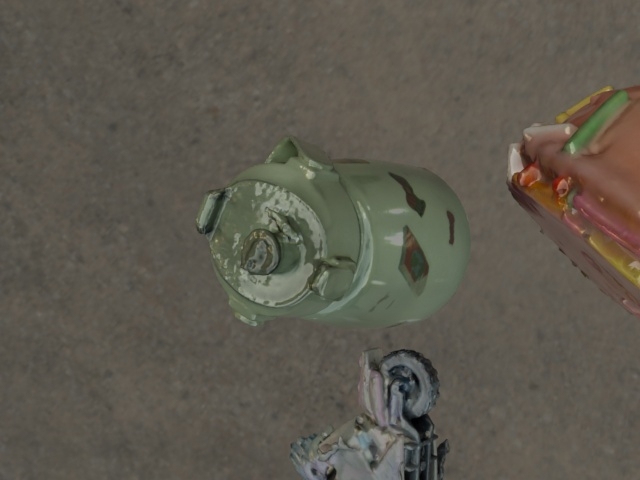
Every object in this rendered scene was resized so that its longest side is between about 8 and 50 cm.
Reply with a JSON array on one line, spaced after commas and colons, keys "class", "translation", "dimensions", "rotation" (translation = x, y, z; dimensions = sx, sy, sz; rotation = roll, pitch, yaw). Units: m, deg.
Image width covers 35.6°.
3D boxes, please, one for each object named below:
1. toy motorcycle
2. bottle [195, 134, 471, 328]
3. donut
[{"class": "toy motorcycle", "translation": [0.041, 0.233, 1.125], "dimensions": [0.204, 0.108, 0.239], "rotation": [7, 83, 38]}, {"class": "bottle", "translation": [0.000, 0.000, 1.133], "dimensions": [0.229, 0.352, 0.229], "rotation": [-1, 89, 34]}, {"class": "donut", "translation": [0.169, 0.016, 0.391], "dimensions": [0.085, 0.233, 0.199], "rotation": [-47, 143, 7]}]
